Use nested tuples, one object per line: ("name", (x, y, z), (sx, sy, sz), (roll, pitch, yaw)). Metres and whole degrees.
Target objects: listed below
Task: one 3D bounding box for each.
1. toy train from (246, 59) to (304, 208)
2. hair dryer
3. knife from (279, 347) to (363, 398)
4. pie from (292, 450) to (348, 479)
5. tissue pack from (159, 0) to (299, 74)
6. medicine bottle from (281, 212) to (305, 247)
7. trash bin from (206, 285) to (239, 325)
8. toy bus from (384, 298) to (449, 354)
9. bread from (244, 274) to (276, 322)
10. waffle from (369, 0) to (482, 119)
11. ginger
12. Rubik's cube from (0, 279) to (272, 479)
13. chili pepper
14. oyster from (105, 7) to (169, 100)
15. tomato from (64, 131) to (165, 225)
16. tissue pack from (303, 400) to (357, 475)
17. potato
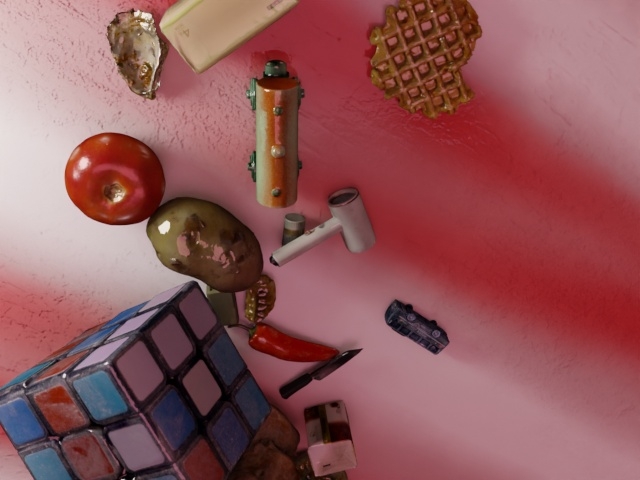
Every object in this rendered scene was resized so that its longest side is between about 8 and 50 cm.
("toy train", (-0.087, -0.199, 1.625), (0.116, 0.177, 0.285), (0, 116, -6))
("hair dryer", (0.000, 0.000, 1.752), (0.236, 0.073, 0.131), (-31, 118, -16))
("knife", (0.005, 0.308, 1.949), (0.230, 0.028, 0.060), (-35, 146, 17))
("pie", (-0.018, 0.610, 2.044), (0.187, 0.041, 0.186), (3, 81, -18))
("tissue pack", (-0.163, -0.425, 1.519), (0.234, 0.159, 0.125), (-34, 114, 9))
("medicine bottle", (-0.058, -0.012, 1.789), (0.047, 0.047, 0.083), (3, 116, -8))
("trash bin", (-0.215, 0.141, 1.847), (0.061, 0.043, 0.092), (-9, 119, -2))
("toy bus", (0.222, 0.201, 1.922), (0.166, 0.047, 0.065), (33, 111, -20))
("bread", (-0.132, 0.126, 1.840), (0.066, 0.060, 0.110), (16, 115, 19))
("waffle", (0.221, -0.373, 1.647), (0.249, 0.056, 0.253), (29, 108, -18))
("ginger", (-0.146, 0.493, 1.882), (0.245, 0.304, 0.155), (26, 117, -34))
("Rubik's cube", (-0.362, 0.334, 1.667), (0.359, 0.362, 0.363), (-20, 101, 29))
("chili pepper", (-0.084, 0.237, 1.898), (0.272, 0.063, 0.071), (20, 124, -18))
("oyster", (-0.341, -0.352, 1.592), (0.105, 0.056, 0.177), (-14, 115, 7))
("tomato", (-0.404, -0.122, 1.648), (0.195, 0.136, 0.195), (-3, 117, -7))
("tissue pack", (0.021, 0.463, 1.964), (0.106, 0.148, 0.099), (-13, 116, 0))
("potato", (-0.231, 0.007, 1.724), (0.262, 0.165, 0.165), (27, 109, -24))
